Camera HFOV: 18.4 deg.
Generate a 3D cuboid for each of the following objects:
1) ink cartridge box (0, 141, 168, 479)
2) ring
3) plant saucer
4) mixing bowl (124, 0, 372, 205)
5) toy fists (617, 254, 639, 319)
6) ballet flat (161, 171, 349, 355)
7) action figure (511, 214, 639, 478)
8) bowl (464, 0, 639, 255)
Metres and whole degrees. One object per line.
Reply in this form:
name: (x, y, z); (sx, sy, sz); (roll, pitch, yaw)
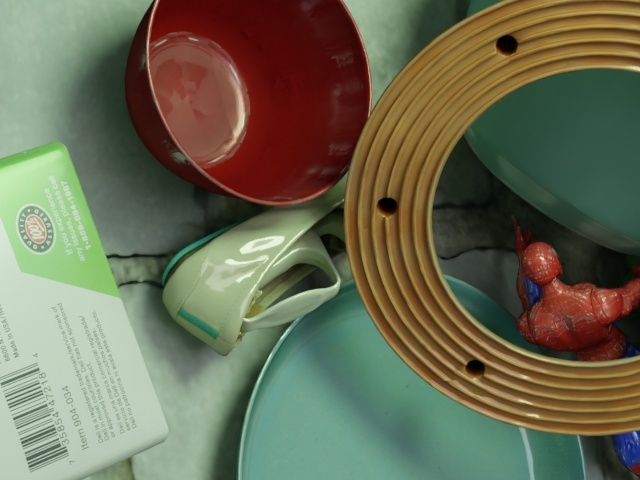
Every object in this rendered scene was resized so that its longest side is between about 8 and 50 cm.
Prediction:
ink cartridge box: (-0.253, 0.078, 1.163); (0.273, 0.115, 0.198); (-21, 93, -37)
ring: (0.184, -0.017, 1.331); (0.336, 0.337, 0.032); (50, 18, -18)
plant saucer: (0.063, 0.180, 1.422); (0.318, 0.044, 0.317); (9, 76, -36)
mixing bowl: (-0.064, -0.105, 1.349); (0.181, 0.098, 0.181); (7, 77, -35)
toy fists: (0.338, -0.010, 1.629); (0.279, 0.096, 0.142); (-45, 123, -33)
ballet flat: (0.000, 0.000, 1.382); (0.248, 0.086, 0.086); (-35, 102, -30)
action figure: (0.225, 0.072, 1.513); (0.280, 0.091, 0.139); (50, 33, -37)
bowl: (0.223, -0.103, 1.472); (0.312, 0.311, 0.163); (19, 114, -32)
